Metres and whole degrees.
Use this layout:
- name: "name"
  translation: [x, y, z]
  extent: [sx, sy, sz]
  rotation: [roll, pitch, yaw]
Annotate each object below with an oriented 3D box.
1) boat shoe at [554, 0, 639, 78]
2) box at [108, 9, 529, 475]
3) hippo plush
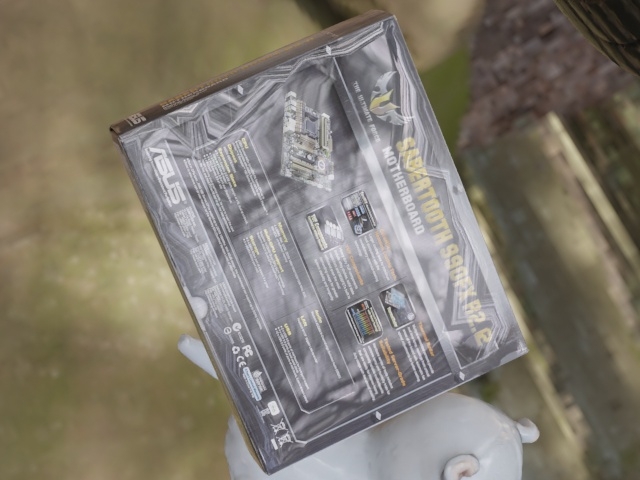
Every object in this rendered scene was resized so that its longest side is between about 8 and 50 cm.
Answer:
- name: "boat shoe"
  translation: [0.206, -0.147, 0.922]
  extent: [0.120, 0.324, 0.123]
  rotation: [-38, 113, -12]
- name: "box"
  translation: [0.000, 0.000, 1.179]
  extent: [0.183, 0.231, 0.056]
  rotation: [-25, -167, -9]
- name: "hippo plush"
  translation: [0.060, 0.186, 1.541]
  extent: [0.236, 0.294, 0.234]
  rotation: [-6, -173, 22]
